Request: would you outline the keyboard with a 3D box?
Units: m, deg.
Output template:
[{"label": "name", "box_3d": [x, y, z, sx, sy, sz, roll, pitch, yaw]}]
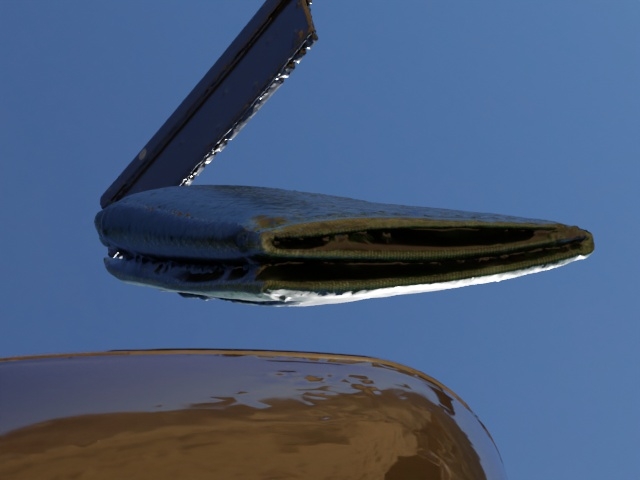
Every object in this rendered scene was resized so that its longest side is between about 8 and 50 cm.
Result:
[{"label": "keyboard", "box_3d": [-0.078, -0.081, 1.128, 0.023, 0.231, 0.072, 27, -152, -32]}]

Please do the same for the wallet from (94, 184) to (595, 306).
[{"label": "wallet", "box_3d": [0.000, 0.003, 0.762, 0.160, 0.055, 0.236, -5, -174, -24]}]

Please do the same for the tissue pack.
[{"label": "tissue pack", "box_3d": [-0.050, 0.225, 0.539, 0.267, 0.387, 0.277, -3, -169, 3]}]
